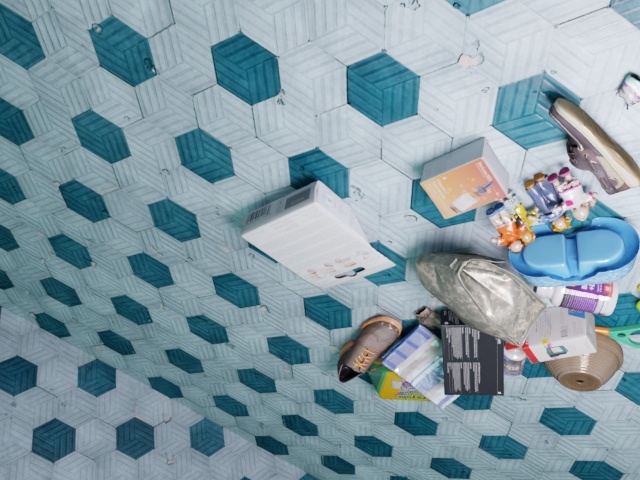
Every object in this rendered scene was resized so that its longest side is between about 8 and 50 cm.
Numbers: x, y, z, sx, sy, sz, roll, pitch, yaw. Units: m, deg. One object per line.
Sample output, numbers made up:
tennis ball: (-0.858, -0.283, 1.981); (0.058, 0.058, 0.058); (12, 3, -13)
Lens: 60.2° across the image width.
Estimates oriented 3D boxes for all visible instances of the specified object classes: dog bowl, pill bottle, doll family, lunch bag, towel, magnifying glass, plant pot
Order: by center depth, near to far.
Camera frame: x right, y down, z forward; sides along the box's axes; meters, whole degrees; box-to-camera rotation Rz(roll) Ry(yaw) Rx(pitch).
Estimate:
doll family: (0.537, -0.073, 1.363); (0.263, 0.118, 0.163); (-30, 110, 20)
dog bowl: (0.632, 0.037, 1.380); (0.297, 0.166, 0.074); (-8, 139, 29)
pill bottle: (0.680, 0.131, 1.479); (0.193, 0.108, 0.108); (10, 134, 13)
lunch bag: (0.413, 0.124, 1.483); (0.287, 0.169, 0.235); (39, 171, -17)
magnifying glass: (0.860, 0.270, 1.597); (0.231, 0.026, 0.092); (7, 134, 18)
plant pot: (0.777, 0.376, 1.654); (0.237, 0.110, 0.237); (13, 141, 11)
pill bottle: (0.612, 0.366, 1.752); (0.078, 0.078, 0.137); (8, 134, 16)
towel: (0.369, 0.426, 1.839); (0.285, 0.034, 0.209); (39, 115, -7)

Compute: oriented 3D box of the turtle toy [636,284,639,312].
turtle toy: (0.876, 0.156, 1.440); (0.095, 0.066, 0.130); (26, 162, 10)

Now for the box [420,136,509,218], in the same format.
box: (0.355, -0.151, 1.359); (0.170, 0.091, 0.130); (-23, 120, 37)

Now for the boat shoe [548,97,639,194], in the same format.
boat shoe: (0.591, -0.196, 1.213); (0.285, 0.103, 0.092); (34, 131, -19)

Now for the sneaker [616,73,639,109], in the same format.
sneaker: (0.661, -0.294, 1.137); (0.098, 0.038, 0.069); (30, 138, 7)

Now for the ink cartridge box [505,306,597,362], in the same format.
ink cartridge box: (0.665, 0.270, 1.599); (0.231, 0.134, 0.078); (-22, 121, 37)

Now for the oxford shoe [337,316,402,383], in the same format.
oxford shoe: (0.167, 0.390, 1.920); (0.130, 0.133, 0.364); (28, 136, -4)

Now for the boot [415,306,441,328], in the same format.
boot: (0.364, 0.244, 1.767); (0.087, 0.042, 0.118); (43, 132, -16)

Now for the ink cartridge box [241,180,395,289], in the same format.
ink cartridge box: (0.000, 0.000, 1.683); (0.308, 0.091, 0.385); (-22, 137, 36)

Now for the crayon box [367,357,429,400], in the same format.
crayon box: (0.329, 0.497, 1.991); (0.278, 0.081, 0.165); (-6, 128, 26)

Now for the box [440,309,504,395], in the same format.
box: (0.471, 0.348, 1.711); (0.184, 0.103, 0.261); (-1, 114, 14)
